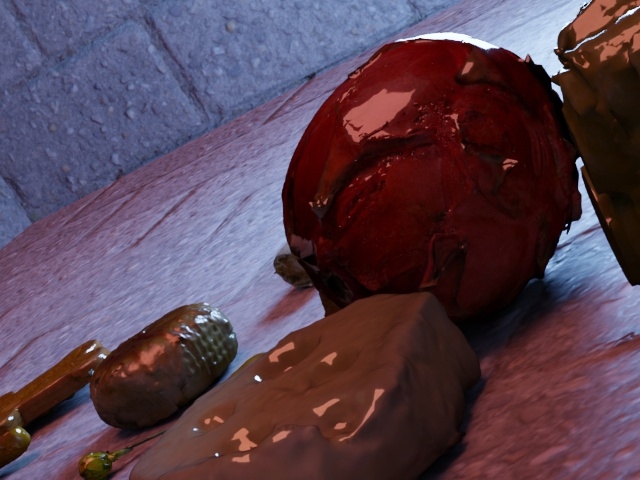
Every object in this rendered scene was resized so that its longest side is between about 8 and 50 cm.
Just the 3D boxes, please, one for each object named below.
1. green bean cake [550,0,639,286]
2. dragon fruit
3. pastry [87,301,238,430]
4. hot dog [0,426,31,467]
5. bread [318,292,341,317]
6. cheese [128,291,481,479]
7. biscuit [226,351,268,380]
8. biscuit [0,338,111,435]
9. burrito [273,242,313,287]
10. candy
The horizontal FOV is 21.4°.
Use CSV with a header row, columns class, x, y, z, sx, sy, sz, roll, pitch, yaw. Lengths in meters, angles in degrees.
class,x,y,z,sx,sy,sz,roll,pitch,yaw
green bean cake,0.288,-0.079,1.329,0.202,0.285,0.310,-35,10,8
dragon fruit,0.113,-0.049,1.679,0.301,0.295,0.295,-50,18,-20
pastry,-0.197,0.151,2.076,0.182,0.093,0.192,-25,14,39
hot dog,-0.470,0.312,2.224,0.216,0.047,0.066,-31,-3,7
bread,0.046,0.056,1.910,0.070,0.076,0.083,-6,26,40
cheese,-0.007,0.164,1.481,0.326,0.115,0.318,-35,12,-13
biscuit,-0.056,0.160,1.812,0.174,0.039,0.183,-24,15,37
biscuit,-0.432,0.248,2.387,0.324,0.049,0.205,-33,11,-9
burrito,0.000,0.000,2.278,0.087,0.060,0.226,-25,14,29
candy,-0.221,0.240,1.936,0.123,0.035,0.035,-27,-7,-16
